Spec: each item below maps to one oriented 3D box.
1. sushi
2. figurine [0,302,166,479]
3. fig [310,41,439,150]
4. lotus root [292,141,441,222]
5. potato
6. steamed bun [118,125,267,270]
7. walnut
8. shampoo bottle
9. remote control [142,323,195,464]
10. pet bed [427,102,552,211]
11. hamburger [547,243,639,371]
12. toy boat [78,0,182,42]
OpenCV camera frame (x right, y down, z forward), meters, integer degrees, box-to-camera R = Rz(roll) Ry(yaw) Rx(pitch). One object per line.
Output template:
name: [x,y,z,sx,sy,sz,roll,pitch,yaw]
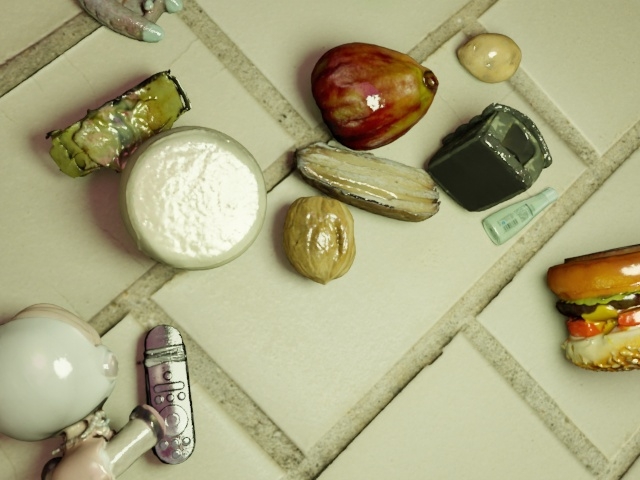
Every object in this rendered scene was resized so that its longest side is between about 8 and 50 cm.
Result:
sushi: [-0.392,-0.220,1.306,0.291,0.131,0.139,-37,114,-22]
figurine: [-0.458,0.280,1.159,0.253,0.211,0.361,-32,87,-9]
fig: [0.107,-0.303,1.379,0.263,0.224,0.224,4,81,-15]
lotus root: [0.092,-0.114,1.407,0.329,0.078,0.167,17,43,-8]
potato: [0.395,-0.426,1.511,0.147,0.112,0.112,4,81,-18]
steamed bun: [-0.250,-0.082,1.278,0.283,0.177,0.283,-1,93,-21]
walnut: [0.000,0.000,1.338,0.155,0.155,0.184,-2,84,-13]
shampoo bottle: [0.464,-0.064,1.502,0.191,0.041,0.069,-31,84,-15]
remote control: [-0.299,0.299,1.278,0.090,0.066,0.266,-2,78,-26]
pet bed: [0.367,-0.180,1.399,0.183,0.211,0.159,43,60,-8]
hamburger: [0.660,0.135,1.373,0.330,0.330,0.250,-10,86,-13]
toy boat: [-0.409,-0.516,1.359,0.227,0.085,0.155,29,78,-7]
